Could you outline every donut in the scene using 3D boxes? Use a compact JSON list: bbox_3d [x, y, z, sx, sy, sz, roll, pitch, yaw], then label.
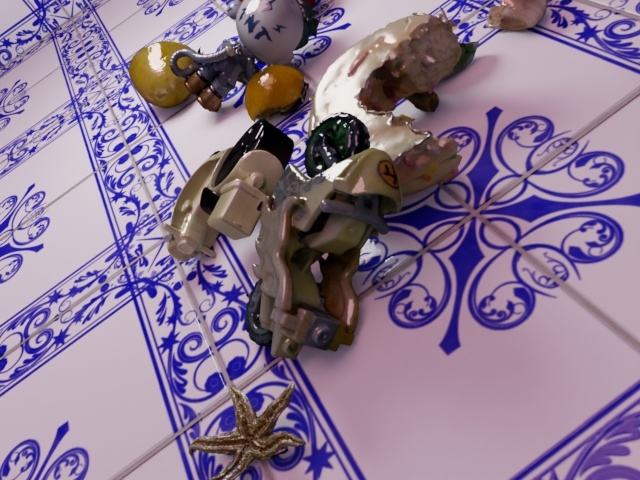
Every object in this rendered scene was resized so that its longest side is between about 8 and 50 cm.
[{"bbox_3d":[0.122,-0.233,1.171,0.307,0.150,0.371,-13,57,30],"label":"donut"}]

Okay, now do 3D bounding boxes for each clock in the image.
[{"bbox_3d":[-0.195,-0.094,1.248,0.379,0.120,0.277,-19,43,58],"label":"clock"}]

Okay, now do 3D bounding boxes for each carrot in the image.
[{"bbox_3d":[0.181,-0.331,1.342,0.049,0.049,0.254,-34,38,1],"label":"carrot"}]

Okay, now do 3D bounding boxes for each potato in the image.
[{"bbox_3d":[-0.442,-0.449,1.789,0.203,0.178,0.158,-9,58,-7],"label":"potato"}]

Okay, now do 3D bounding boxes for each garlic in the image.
[{"bbox_3d":[0.416,-0.509,1.319,0.124,0.099,0.175,10,55,22],"label":"garlic"}]

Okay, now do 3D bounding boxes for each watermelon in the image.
[{"bbox_3d":[0.237,-0.378,1.337,0.187,0.071,0.139,-9,16,-4],"label":"watermelon"}]

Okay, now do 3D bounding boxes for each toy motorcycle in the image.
[{"bbox_3d":[0.000,0.000,1.000,0.237,0.168,0.410,31,101,54],"label":"toy motorcycle"}]

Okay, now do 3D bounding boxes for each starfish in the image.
[{"bbox_3d":[-0.115,0.282,0.943,0.208,0.053,0.176,-29,42,8],"label":"starfish"}]

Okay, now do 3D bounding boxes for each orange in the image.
[{"bbox_3d":[-0.114,-0.364,1.524,0.170,0.112,0.160,-39,39,-22],"label":"orange"}]

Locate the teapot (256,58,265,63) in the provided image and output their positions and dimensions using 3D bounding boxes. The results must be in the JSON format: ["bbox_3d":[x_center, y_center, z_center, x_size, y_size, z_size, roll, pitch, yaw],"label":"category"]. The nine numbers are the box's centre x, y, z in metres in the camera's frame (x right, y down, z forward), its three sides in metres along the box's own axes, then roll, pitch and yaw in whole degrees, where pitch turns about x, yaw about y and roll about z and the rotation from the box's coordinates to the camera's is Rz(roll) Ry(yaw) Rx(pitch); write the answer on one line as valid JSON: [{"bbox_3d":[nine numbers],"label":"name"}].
[{"bbox_3d":[-0.160,-0.528,1.742,0.066,0.057,0.088,-20,42,17],"label":"teapot"}]

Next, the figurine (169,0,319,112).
[{"bbox_3d":[-0.172,-0.494,1.616,0.382,0.261,0.186,-41,7,19],"label":"figurine"}]

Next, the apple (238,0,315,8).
[{"bbox_3d":[-0.121,-0.714,1.776,0.201,0.218,0.218,-51,36,21],"label":"apple"}]
